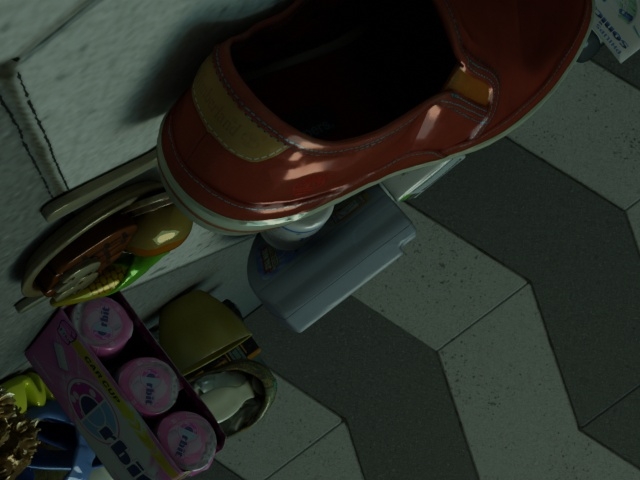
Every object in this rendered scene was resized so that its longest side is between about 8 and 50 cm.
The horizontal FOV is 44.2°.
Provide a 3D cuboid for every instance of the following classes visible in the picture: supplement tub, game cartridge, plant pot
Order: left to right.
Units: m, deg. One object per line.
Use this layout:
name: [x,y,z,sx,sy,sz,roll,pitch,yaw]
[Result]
plant pot: [-0.180,0.128,1.139,0.134,0.095,0.134,-30,173,-4]
supplement tub: [-0.028,-0.033,0.851,0.071,0.071,0.107,-36,176,-16]
game cartridge: [0.000,0.000,0.966,0.198,0.062,0.297,-34,-162,3]

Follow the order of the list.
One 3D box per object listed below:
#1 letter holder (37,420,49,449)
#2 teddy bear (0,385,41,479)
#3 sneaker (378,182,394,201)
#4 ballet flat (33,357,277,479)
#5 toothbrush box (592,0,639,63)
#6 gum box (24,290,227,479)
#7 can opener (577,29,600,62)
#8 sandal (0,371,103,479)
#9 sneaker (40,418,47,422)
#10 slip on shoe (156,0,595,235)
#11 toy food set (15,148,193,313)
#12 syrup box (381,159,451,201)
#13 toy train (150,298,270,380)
letter holder: [-0.397,0.444,1.451,0.152,0.301,0.214,-34,175,-39]
teddy bear: [-0.357,0.209,0.659,0.245,0.113,0.338,-42,171,-24]
sneaker: [0.059,-0.045,1.270,0.129,0.111,0.297,-42,180,-31]
ballet flat: [-0.217,0.253,1.054,0.349,0.123,0.123,-22,172,-16]
toothbrush box: [0.438,-0.351,0.876,0.216,0.126,0.295,-37,177,-9]
gum box: [-0.179,0.145,0.725,0.062,0.188,0.107,-34,175,-46]
can opener: [0.289,-0.259,0.839,0.076,0.095,0.283,-39,176,8]
sandal: [-0.290,0.212,0.924,0.126,0.138,0.317,-40,177,14]
sneaker: [-0.430,0.284,1.015,0.188,0.066,0.071,-36,177,-8]
slip on shoe: [0.059,-0.109,0.455,0.331,0.123,0.101,-29,169,-31]
toy food set: [-0.138,0.004,0.532,0.132,0.038,0.192,-35,175,-32]
syrup box: [0.118,-0.115,0.999,0.093,0.096,0.237,-38,175,12]
toy train: [-0.239,0.239,1.277,0.334,0.190,0.142,-36,175,-23]
